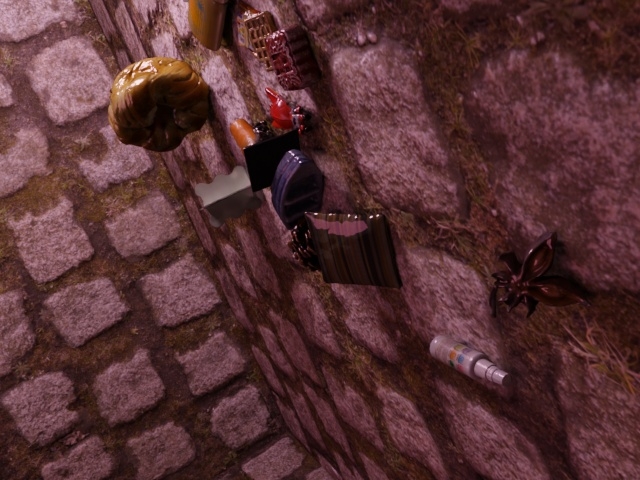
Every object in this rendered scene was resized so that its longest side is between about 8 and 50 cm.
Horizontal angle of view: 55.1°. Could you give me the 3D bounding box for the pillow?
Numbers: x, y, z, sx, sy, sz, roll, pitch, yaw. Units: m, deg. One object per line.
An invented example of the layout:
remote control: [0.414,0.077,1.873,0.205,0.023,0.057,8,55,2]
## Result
pillow: [0.078,0.023,1.468,0.212,0.052,0.208,3,124,30]

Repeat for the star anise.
star anise: [0.348,0.074,1.028,0.148,0.218,0.227,27,-164,9]

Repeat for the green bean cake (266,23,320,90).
green bean cake: [-0.066,-0.401,1.364,0.135,0.056,0.135,14,129,63]

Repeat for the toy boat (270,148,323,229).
toy boat: [-0.059,-0.132,1.601,0.078,0.127,0.283,59,162,26]

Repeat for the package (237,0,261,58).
package: [-0.173,-0.518,1.513,0.108,0.031,0.120,43,146,39]

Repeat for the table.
table: [-0.315,-0.150,2.098,0.166,0.198,0.166,49,157,30]

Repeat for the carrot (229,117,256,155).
carrot: [-0.205,-0.292,1.821,0.193,0.087,0.087,-123,17,-48]

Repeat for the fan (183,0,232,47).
fan: [-0.322,-0.662,1.722,0.335,0.011,0.229,37,149,46]

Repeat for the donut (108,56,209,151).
donut: [-0.540,-0.449,2.051,0.170,0.361,0.360,55,159,26]

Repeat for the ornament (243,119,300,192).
ornament: [-0.157,-0.259,1.677,0.166,0.153,0.196,85,160,-46]

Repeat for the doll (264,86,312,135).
doll: [-0.082,-0.310,1.520,0.169,0.057,0.109,40,149,48]

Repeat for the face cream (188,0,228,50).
face cream: [-0.290,-0.623,1.585,0.139,0.067,0.285,56,158,6]

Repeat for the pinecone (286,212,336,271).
pinecone: [0.000,0.000,1.601,0.173,0.174,0.173,50,157,30]

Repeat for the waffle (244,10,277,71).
waffle: [-0.128,-0.467,1.451,0.092,0.021,0.134,2,119,46]

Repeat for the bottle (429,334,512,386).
bottle: [0.313,0.255,1.285,0.217,0.060,0.060,20,134,64]
